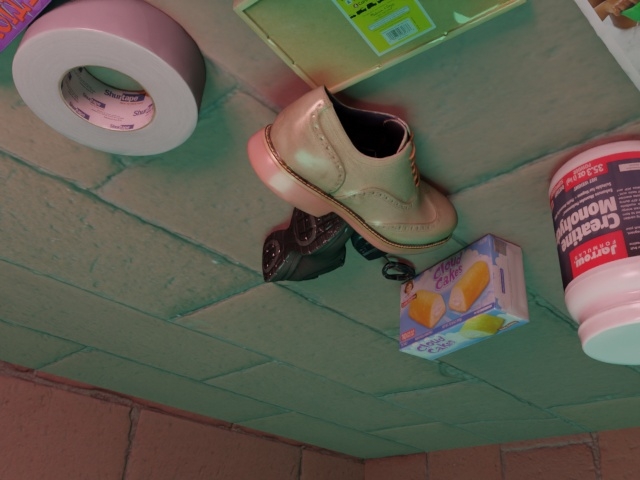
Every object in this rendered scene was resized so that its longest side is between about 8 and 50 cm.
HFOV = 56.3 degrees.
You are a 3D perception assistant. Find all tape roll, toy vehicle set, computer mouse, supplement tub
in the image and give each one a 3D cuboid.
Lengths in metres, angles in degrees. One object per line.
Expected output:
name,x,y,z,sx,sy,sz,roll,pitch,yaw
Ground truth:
tape roll,-0.258,-0.201,0.748,0.219,0.072,0.219,2,150,1
toy vehicle set,0.060,-0.262,0.639,0.266,0.035,0.166,-17,144,32
computer mouse,0.121,0.020,1.123,0.071,0.041,0.242,-26,147,15
supplement tub,0.434,0.016,0.835,0.191,0.272,0.191,3,149,2

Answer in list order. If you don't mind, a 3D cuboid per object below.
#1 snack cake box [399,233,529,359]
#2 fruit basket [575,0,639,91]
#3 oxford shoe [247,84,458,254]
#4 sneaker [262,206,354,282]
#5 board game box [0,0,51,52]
snack cake box,0.265,0.116,1.148,0.089,0.152,0.264,20,146,-24
fruit basket,0.403,-0.221,0.486,0.353,0.165,0.327,28,145,-37
oxford shoe,0.094,-0.084,0.833,0.397,0.141,0.146,17,134,-44
sneaker,0.000,0.000,1.052,0.130,0.109,0.286,8,158,-27
board game box,-0.368,-0.312,0.599,0.346,0.056,0.208,-21,146,36
